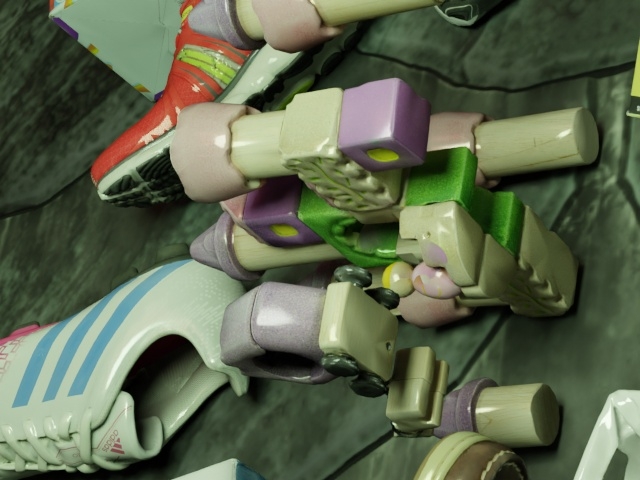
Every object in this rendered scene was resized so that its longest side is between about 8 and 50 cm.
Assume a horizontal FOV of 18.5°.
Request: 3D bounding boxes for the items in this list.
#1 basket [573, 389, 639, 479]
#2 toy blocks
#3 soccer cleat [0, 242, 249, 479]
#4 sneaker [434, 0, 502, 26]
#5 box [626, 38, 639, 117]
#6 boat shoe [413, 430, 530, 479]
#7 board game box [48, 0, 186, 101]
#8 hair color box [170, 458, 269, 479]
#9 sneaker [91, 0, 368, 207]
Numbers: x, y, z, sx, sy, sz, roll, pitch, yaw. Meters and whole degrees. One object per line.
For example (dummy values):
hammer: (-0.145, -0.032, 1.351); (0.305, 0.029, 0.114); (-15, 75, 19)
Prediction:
basket: (0.237, 0.164, 1.122); (0.167, 0.103, 0.113); (7, 67, 44)
toy blocks: (0.000, 0.000, 1.312); (0.260, 0.288, 0.309); (-7, 60, 33)
soccer cleat: (-0.194, 0.129, 1.505); (0.331, 0.116, 0.143); (-32, 45, 19)
sneaker: (0.088, -0.239, 1.556); (0.072, 0.077, 0.178); (-43, 43, 10)
box: (0.265, -0.190, 1.296); (0.058, 0.087, 0.232); (15, 100, 45)
boat shoe: (0.105, 0.281, 1.105); (0.123, 0.123, 0.342); (0, 80, 31)
board game box: (-0.140, -0.288, 1.736); (0.142, 0.144, 0.275); (-26, 47, 25)
hair color box: (-0.097, 0.335, 1.284); (0.174, 0.105, 0.347); (-22, 49, 28)
sneaker: (-0.085, -0.138, 1.592); (0.279, 0.107, 0.118); (-42, 71, -5)
